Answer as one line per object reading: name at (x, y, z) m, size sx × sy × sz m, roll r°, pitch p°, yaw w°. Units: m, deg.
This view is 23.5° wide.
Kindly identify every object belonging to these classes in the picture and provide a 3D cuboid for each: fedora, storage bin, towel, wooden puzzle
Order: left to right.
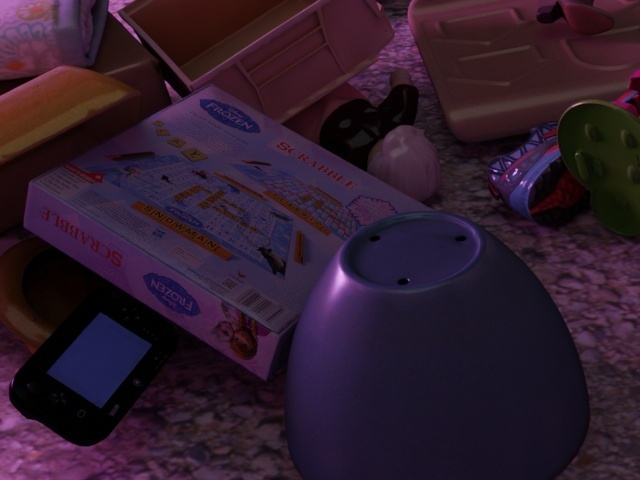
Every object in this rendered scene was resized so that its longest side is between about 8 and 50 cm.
towel at (-0.435, -0.293, 1.981) m, size 0.320 × 0.090 × 0.374 m, roll -11°, pitch 30°, yaw 5°
fedora at (-0.263, 0.076, 1.627) m, size 0.194 × 0.079 × 0.194 m, roll 13°, pitch 38°, yaw -10°
storage bin at (-0.081, -0.270, 1.953) m, size 0.260 × 0.123 × 0.262 m, roll -34°, pitch 37°, yaw -7°
wooden puzzle at (0.297, -0.239, 2.009) m, size 0.322 × 0.080 × 0.348 m, roll -11°, pitch 36°, yaw 0°

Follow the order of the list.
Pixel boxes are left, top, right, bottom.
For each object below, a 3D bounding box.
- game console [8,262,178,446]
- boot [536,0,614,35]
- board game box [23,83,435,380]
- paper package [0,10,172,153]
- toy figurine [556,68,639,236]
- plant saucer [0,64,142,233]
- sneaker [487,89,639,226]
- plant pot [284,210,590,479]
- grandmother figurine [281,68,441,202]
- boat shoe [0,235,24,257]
game console at (-0.174, 0.087, 1.551) m, size 0.213 × 0.044 × 0.361 m, roll 26°, pitch 37°, yaw 8°
boot at (0.336, -0.304, 1.985) m, size 0.118 × 0.042 × 0.087 m, roll 13°, pitch 40°, yaw 28°
board game box at (-0.091, -0.023, 1.637) m, size 0.319 × 0.066 × 0.318 m, roll 31°, pitch 38°, yaw 19°
paper package at (-0.383, -0.165, 1.992) m, size 0.325 × 0.168 × 0.309 m, roll -20°, pitch 31°, yaw -15°
toy figurine at (0.359, -0.117, 1.682) m, size 0.130 × 0.173 × 0.159 m, roll 14°, pitch 43°, yaw 41°
plant saucer at (-0.364, -0.081, 1.710) m, size 0.333 × 0.081 × 0.333 m, roll -29°, pitch -4°, yaw -11°
sneaker at (0.299, -0.117, 1.781) m, size 0.262 × 0.104 × 0.125 m, roll -29°, pitch 34°, yaw -28°
plant pot at (0.096, 0.089, 1.419) m, size 0.290 × 0.195 × 0.290 m, roll -8°, pitch 32°, yaw 5°
grandmother figurine at (0.037, -0.140, 1.908) m, size 0.208 × 0.104 × 0.342 m, roll -43°, pitch 41°, yaw -5°
boat shoe at (-0.427, 0.043, 1.778) m, size 0.184 × 0.066 × 0.063 m, roll -34°, pitch 38°, yaw -18°
